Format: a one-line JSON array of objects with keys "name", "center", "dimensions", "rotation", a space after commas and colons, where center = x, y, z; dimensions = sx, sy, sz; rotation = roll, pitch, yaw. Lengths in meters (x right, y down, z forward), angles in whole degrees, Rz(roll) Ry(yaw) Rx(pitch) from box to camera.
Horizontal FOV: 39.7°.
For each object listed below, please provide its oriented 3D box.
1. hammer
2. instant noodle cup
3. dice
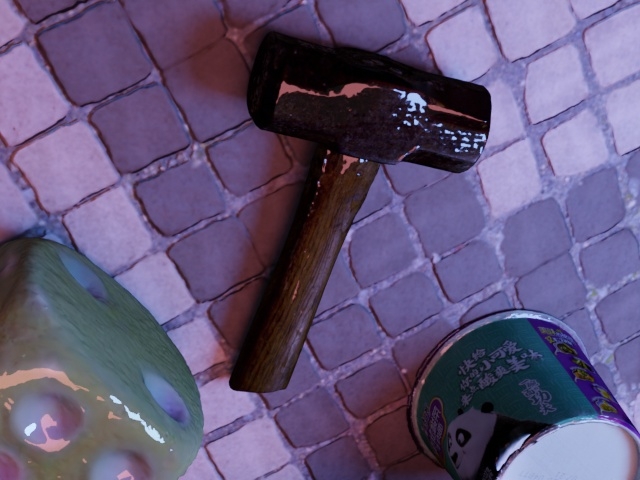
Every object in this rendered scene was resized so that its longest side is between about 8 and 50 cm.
[{"name": "hammer", "center": [0.000, 0.000, 0.933], "dimensions": [0.242, 0.095, 0.409], "rotation": [13, 112, -20]}, {"name": "instant noodle cup", "center": [0.250, 0.235, 1.044], "dimensions": [0.251, 0.190, 0.251], "rotation": [-6, 115, -12]}, {"name": "dice", "center": [-0.275, 0.166, 0.843], "dimensions": [0.252, 0.250, 0.254], "rotation": [-42, 118, 6]}]
